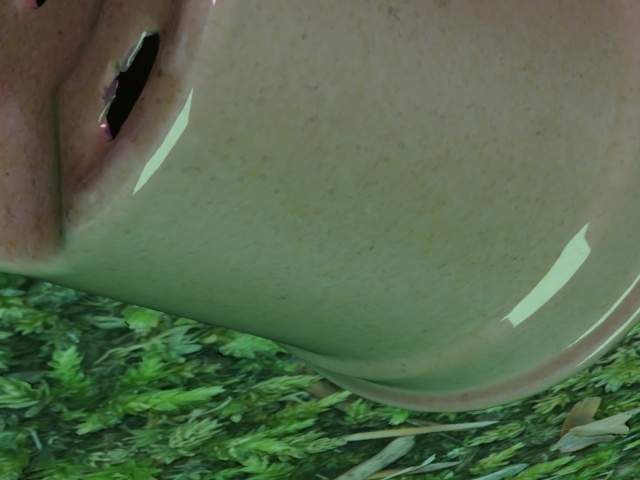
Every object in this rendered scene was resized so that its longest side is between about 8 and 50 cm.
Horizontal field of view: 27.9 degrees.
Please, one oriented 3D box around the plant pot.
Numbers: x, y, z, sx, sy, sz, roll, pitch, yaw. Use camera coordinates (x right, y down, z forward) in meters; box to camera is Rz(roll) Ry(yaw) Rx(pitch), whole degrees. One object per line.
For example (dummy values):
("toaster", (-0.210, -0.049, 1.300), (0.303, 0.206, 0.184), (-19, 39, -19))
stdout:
("plant pot", (-0.025, -0.083, 0.601), (0.334, 0.334, 0.305), (-36, 154, 30))
